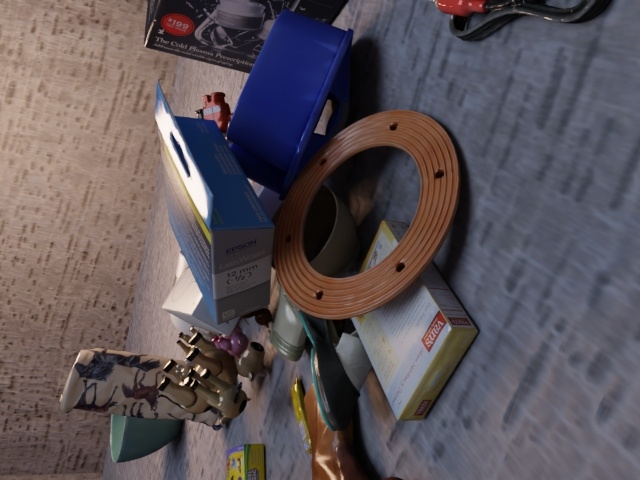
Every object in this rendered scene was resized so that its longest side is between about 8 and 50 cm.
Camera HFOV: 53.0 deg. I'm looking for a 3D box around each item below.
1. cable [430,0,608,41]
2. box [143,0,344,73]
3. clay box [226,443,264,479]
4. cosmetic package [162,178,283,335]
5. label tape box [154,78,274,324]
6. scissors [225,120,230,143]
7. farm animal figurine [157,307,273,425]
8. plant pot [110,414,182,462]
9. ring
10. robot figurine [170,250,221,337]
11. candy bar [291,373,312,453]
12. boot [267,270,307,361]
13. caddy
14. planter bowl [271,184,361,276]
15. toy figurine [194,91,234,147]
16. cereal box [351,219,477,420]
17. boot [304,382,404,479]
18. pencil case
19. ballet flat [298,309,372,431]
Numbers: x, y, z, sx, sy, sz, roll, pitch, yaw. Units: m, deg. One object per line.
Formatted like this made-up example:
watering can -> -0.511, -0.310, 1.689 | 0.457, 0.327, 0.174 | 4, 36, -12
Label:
cable -> 0.216, -0.294, 0.774 | 0.287, 0.072, 0.139 | -121, 39, -54
box -> -0.166, -0.522, 1.348 | 0.312, 0.343, 0.178 | 139, 134, -57
clay box -> -0.164, 0.564, 1.396 | 0.127, 0.053, 0.222 | 137, 135, -56
cosmetic package -> -0.178, 0.007, 1.363 | 0.284, 0.097, 0.377 | -5, 54, 63
label tape box -> -0.171, -0.060, 1.044 | 0.249, 0.115, 0.347 | 59, 155, 29
scissors -> -0.196, -0.113, 1.249 | 0.109, 0.021, 0.297 | -59, -5, -24
farm animal figurine -> -0.211, 0.283, 1.387 | 0.327, 0.172, 0.330 | -39, 20, 30
plant pot -> -0.563, 0.573, 2.100 | 0.290, 0.196, 0.290 | -172, 90, -66
ring -> 0.061, -0.041, 0.948 | 0.337, 0.032, 0.336 | -24, 50, 32
robot figurine -> -0.290, 0.118, 1.661 | 0.174, 0.209, 0.278 | 19, 101, 36
candy bar -> -0.034, 0.329, 1.218 | 0.161, 0.018, 0.040 | -111, 33, -45
boot -> -0.064, 0.119, 1.276 | 0.213, 0.077, 0.165 | -123, 44, -55
caddy -> -0.039, -0.239, 1.153 | 0.241, 0.179, 0.341 | 124, 167, -70
planter bowl -> 0.000, 0.000, 1.091 | 0.162, 0.109, 0.162 | -25, 50, 33
toy figurine -> -0.178, -0.250, 1.472 | 0.209, 0.213, 0.148 | 168, 91, -68
cereal box -> 0.116, 0.108, 0.912 | 0.240, 0.047, 0.173 | -115, 40, -49
boot -> 0.050, 0.318, 1.000 | 0.264, 0.096, 0.280 | 120, 158, -46
pencil case -> -0.441, 0.378, 1.627 | 0.160, 0.411, 0.183 | -98, 22, -53
ballet flat -> 0.027, 0.172, 1.019 | 0.096, 0.095, 0.280 | -28, 34, 7
